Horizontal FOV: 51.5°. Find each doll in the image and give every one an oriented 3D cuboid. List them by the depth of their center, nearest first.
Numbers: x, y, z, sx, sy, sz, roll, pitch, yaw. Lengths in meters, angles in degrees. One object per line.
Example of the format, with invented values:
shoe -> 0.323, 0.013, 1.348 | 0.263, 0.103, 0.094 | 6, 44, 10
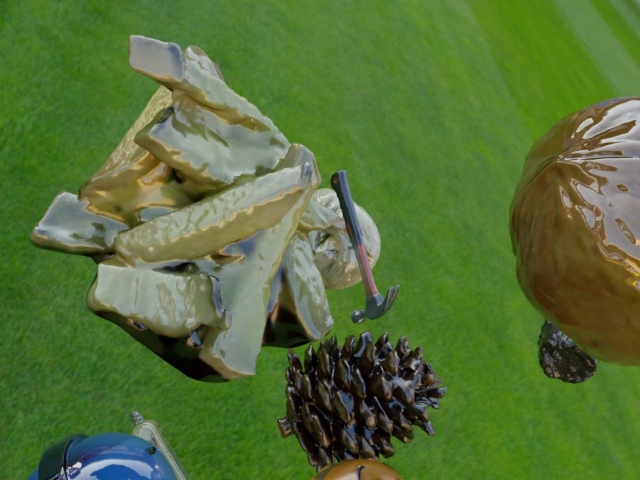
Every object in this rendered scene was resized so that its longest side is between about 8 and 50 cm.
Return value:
doll -> -0.296, 0.418, 0.921 | 0.309, 0.240, 0.284 | 59, -7, 10

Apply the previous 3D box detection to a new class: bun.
bun -> 0.000, 0.000, 1.354 | 0.116, 0.237, 0.209 | 15, 63, -70

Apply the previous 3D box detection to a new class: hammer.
hammer -> 0.069, 0.007, 1.243 | 0.033, 0.111, 0.287 | -7, 77, -48

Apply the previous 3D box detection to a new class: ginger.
ginger -> -0.130, -0.034, 0.799 | 0.359, 0.211, 0.413 | -30, 87, -33

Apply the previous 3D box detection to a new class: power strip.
power strip -> -0.341, 0.570, 1.577 | 0.387, 0.066, 0.092 | 56, -10, 5

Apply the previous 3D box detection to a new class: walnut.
walnut -> 0.440, -0.010, 0.917 | 0.398, 0.308, 0.353 | 27, 49, -32

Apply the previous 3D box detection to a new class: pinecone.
pinecone -> 0.057, 0.249, 1.052 | 0.224, 0.273, 0.224 | 61, 10, -18

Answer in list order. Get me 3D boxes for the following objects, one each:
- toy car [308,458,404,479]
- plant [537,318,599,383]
toy car -> 0.042, 0.406, 0.698 | 0.271, 0.340, 0.240 | 19, 16, -49
plant -> 0.544, 0.214, 1.440 | 0.131, 0.142, 0.203 | 16, 24, 23
